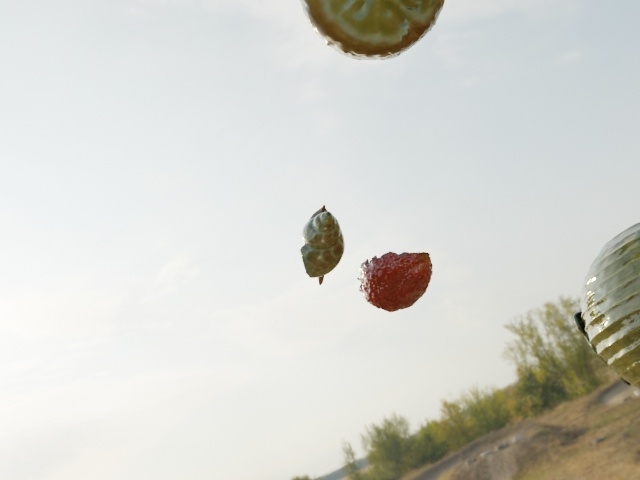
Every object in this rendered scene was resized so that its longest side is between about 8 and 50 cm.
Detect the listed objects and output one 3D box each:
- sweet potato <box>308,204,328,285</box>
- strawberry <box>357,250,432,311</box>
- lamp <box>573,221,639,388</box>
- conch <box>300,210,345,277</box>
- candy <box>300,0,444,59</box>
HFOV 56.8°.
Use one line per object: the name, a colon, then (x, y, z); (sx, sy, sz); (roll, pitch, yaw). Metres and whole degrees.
sweet potato: (-0.008, 0.008, 1.581); (0.068, 0.068, 0.226); (-10, -70, -38)
strawberry: (0.153, 0.083, 1.152); (0.146, 0.082, 0.187); (17, -38, -24)
lamp: (0.472, 0.103, 0.741); (0.250, 0.285, 0.250); (-16, -30, -10)
conch: (0.008, 0.009, 1.408); (0.105, 0.173, 0.116); (11, 12, 38)
candy: (0.088, -0.433, 0.994); (0.259, 0.260, 0.118); (-31, -1, 10)
